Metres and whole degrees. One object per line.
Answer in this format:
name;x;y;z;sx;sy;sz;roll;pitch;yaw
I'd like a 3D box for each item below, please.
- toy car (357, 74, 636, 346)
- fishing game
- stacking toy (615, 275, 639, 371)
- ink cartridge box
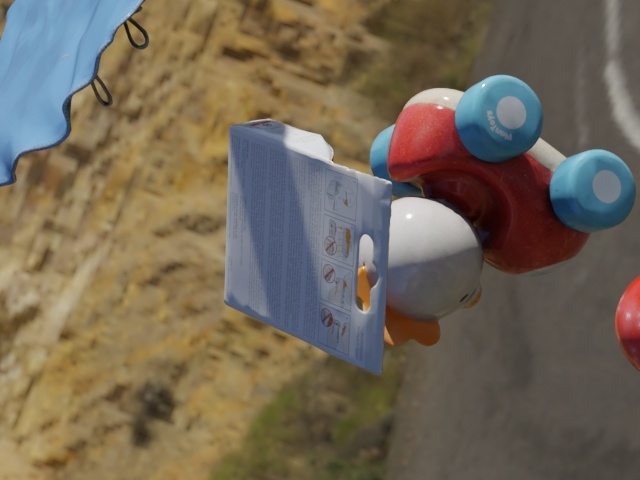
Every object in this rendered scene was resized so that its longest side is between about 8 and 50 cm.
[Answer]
toy car;0.121;0.006;1.566;0.238;0.210;0.219;-59;16;-20
fishing game;-0.111;-0.103;0.816;0.264;0.041;0.189;-56;26;8
stacking toy;0.343;-0.025;1.249;0.330;0.141;0.141;-48;1;1
ink cartridge box;0.000;0.000;1.250;0.045;0.179;0.145;-14;-66;-41
